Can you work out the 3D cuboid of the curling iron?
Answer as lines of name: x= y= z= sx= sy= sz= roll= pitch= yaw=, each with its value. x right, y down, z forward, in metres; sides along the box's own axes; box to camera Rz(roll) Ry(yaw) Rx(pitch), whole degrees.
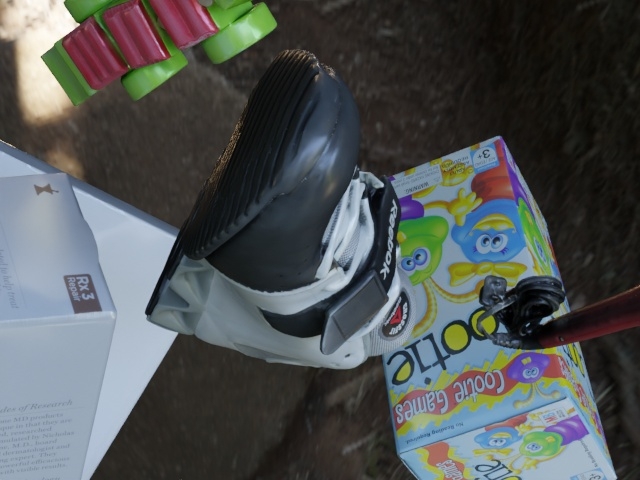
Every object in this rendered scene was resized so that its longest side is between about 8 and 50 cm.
curling iron: x=0.191 y=0.029 z=0.849 sx=0.068 sy=0.274 sz=0.035 roll=23 pitch=66 yaw=-35

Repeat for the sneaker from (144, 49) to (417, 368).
sneaker: x=0.000 y=0.000 z=0.824 sx=0.146 sy=0.330 sz=0.122 roll=25 pitch=73 yaw=-5

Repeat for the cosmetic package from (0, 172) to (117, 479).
cosmetic package: x=-0.186 y=0.084 z=0.868 sx=0.085 sy=0.231 sz=0.117 roll=-6 pitch=45 yaw=-24

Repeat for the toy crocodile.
toy crocodile: x=-0.149 y=-0.192 z=1.318 sx=0.105 sy=0.340 sz=0.115 roll=-42 pitch=107 yaw=-40

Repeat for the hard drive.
hard drive: x=-0.259 y=0.111 z=1.108 sx=0.233 sy=0.047 sz=0.353 roll=28 pitch=98 yaw=-31

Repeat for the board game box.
board game box: x=0.135 y=0.075 z=1.257 sx=0.142 sy=0.144 sz=0.275 roll=-20 pitch=49 yaw=15
